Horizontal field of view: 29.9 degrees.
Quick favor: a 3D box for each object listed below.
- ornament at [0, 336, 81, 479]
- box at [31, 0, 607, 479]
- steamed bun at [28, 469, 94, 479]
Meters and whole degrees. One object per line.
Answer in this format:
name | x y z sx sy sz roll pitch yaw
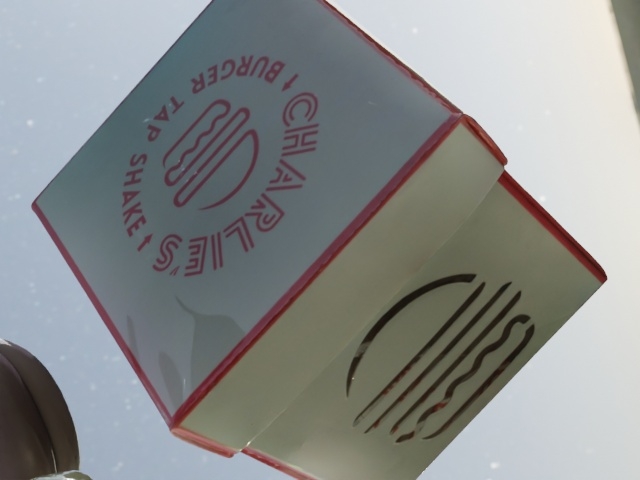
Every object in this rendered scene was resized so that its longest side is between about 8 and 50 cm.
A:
ornament | -0.239 0.149 0.755 0.177 0.178 0.177 -14 -90 -74
box | 0.000 0.000 1.030 0.300 0.314 0.312 36 -171 -48
steamed bun | -0.126 0.164 0.544 0.192 0.178 0.106 58 -151 -35
